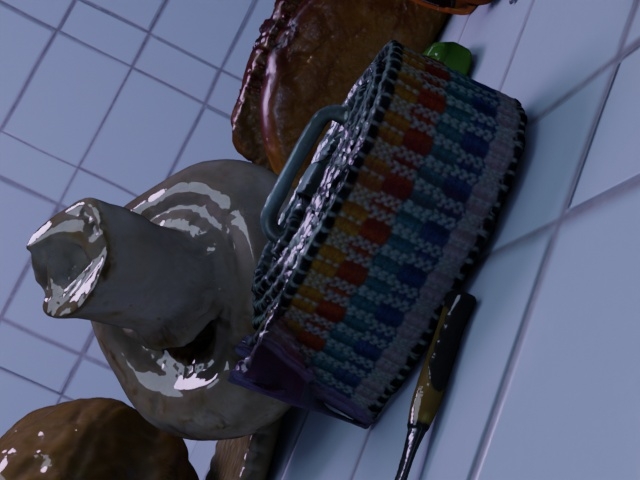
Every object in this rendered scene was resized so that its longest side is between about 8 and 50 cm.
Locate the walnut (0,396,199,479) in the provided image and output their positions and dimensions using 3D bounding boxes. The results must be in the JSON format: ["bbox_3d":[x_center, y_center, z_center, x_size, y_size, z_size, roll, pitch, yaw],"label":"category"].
[{"bbox_3d":[-0.279,0.346,1.236,0.306,0.306,0.344,-56,4,44],"label":"walnut"}]

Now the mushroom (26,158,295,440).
[{"bbox_3d":[-0.142,0.060,1.027,0.290,0.292,0.292,5,-62,-55],"label":"mushroom"}]

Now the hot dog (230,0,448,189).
[{"bbox_3d":[0.008,-0.230,1.464,0.405,0.223,0.185,-63,6,2],"label":"hot dog"}]

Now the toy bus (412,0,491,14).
[{"bbox_3d":[0.167,-0.391,1.274,0.153,0.143,0.329,111,178,-56],"label":"toy bus"}]

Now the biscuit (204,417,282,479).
[{"bbox_3d":[-0.063,0.156,1.229,0.217,0.044,0.325,157,129,-72],"label":"biscuit"}]

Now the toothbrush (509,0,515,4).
[{"bbox_3d":[0.214,-0.287,1.102,0.008,0.006,0.097,128,166,-68],"label":"toothbrush"}]

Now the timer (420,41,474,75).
[{"bbox_3d":[0.117,-0.158,1.175,0.140,0.047,0.128,-63,9,7],"label":"timer"}]

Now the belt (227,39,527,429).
[{"bbox_3d":[0.035,-0.016,0.874,0.295,0.160,0.207,-61,9,14],"label":"belt"}]

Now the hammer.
[{"bbox_3d":[0.069,0.124,0.730,0.201,0.021,0.078,-68,10,-26],"label":"hammer"}]
